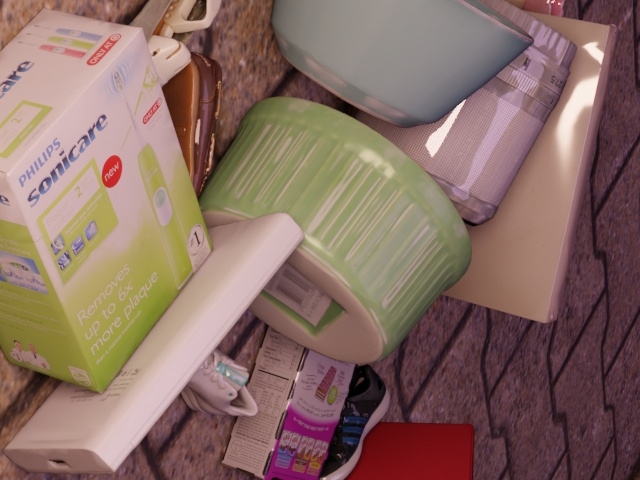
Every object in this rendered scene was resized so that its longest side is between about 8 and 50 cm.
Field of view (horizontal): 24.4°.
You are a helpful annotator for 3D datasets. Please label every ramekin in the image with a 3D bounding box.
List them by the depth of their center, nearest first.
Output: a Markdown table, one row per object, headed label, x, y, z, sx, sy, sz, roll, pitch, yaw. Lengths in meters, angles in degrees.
| label | x | y | z | sx | sy | sz | roll | pitch | yaw |
| --- | --- | --- | --- | --- | --- | --- | --- | --- | --- |
| ramekin | 0.000 | 0.000 | 1.626 | 0.148 | 0.303 | 0.303 | -54 | 147 | -23 |

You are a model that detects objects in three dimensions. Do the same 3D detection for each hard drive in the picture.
| label | x | y | z | sx | sy | sz | roll | pitch | yaw |
| --- | --- | --- | --- | --- | --- | --- | --- | --- | --- |
| hard drive | -0.164 | 0.101 | 1.453 | 0.040 | 0.203 | 0.307 | 50 | 59 | -19 |

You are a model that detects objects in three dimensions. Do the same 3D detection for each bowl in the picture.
| label | x | y | z | sx | sy | sz | roll | pitch | yaw |
| --- | --- | --- | --- | --- | --- | --- | --- | --- | --- |
| bowl | 0.066 | -0.241 | 1.667 | 0.163 | 0.311 | 0.311 | -58 | 156 | 14 |

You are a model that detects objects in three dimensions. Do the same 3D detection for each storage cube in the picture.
| label | x | y | z | sx | sy | sz | roll | pitch | yaw |
| --- | --- | --- | --- | --- | --- | --- | --- | --- | --- |
| storage cube | 0.128 | 0.389 | 2.111 | 0.193 | 0.215 | 0.184 | -79 | 166 | -54 |

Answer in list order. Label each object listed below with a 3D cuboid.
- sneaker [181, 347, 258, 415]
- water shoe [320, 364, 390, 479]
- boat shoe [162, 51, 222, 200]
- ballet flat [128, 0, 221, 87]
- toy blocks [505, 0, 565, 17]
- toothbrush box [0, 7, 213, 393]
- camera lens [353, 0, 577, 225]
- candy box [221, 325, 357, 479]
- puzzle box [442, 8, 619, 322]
| label | x | y | z | sx | sy | sz | roll | pitch | yaw |
| --- | --- | --- | --- | --- | --- | --- | --- | --- | --- |
| sneaker | -0.128 | 0.139 | 1.666 | 0.080 | 0.094 | 0.212 | -63 | 150 | -19 |
| water shoe | 0.024 | 0.256 | 2.062 | 0.080 | 0.073 | 0.203 | 60 | 43 | -26 |
| boat shoe | -0.141 | -0.092 | 1.543 | 0.073 | 0.073 | 0.207 | 3 | 102 | -60 |
| ballet flat | -0.149 | -0.209 | 1.473 | 0.213 | 0.068 | 0.072 | -63 | 151 | -20 |
| toy blocks | 0.341 | -0.428 | 2.072 | 0.289 | 0.260 | 0.309 | -63 | 151 | -20 |
| toothbrush box | -0.228 | -0.035 | 1.360 | 0.206 | 0.122 | 0.283 | -54 | 145 | -35 |
| camera lens | 0.174 | -0.172 | 1.886 | 0.274 | 0.219 | 0.219 | -62 | 154 | 6 |
| candy box | -0.029 | 0.196 | 1.905 | 0.159 | 0.071 | 0.233 | 31 | 76 | -62 |
| puzzle box | 0.235 | -0.117 | 2.023 | 0.052 | 0.272 | 0.409 | -5 | 108 | -61 |
